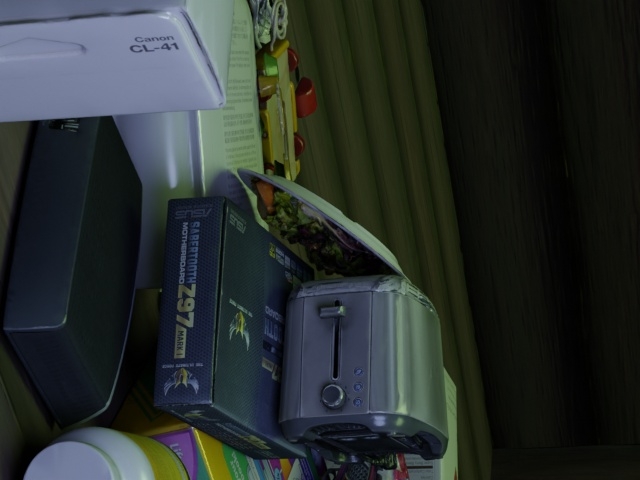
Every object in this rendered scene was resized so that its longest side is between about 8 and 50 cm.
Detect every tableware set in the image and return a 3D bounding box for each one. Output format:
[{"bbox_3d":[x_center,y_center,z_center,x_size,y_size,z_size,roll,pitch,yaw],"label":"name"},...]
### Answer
[{"bbox_3d":[-0.046,-0.107,2.009,0.104,0.024,0.154,-95,178,-54],"label":"tableware set"}]

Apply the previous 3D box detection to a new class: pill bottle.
[{"bbox_3d":[-0.171,0.201,1.581,0.184,0.103,0.103,40,48,-75],"label":"pill bottle"}]

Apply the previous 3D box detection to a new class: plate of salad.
[{"bbox_3d":[0.000,0.000,1.823,0.048,0.200,0.200,-55,160,-8],"label":"plate of salad"}]

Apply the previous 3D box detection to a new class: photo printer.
[{"bbox_3d":[-0.128,-0.118,1.885,0.256,0.107,0.308,-26,112,-77],"label":"photo printer"}]

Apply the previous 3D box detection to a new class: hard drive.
[{"bbox_3d":[-0.197,0.008,1.633,0.172,0.054,0.255,72,18,-52],"label":"hard drive"}]

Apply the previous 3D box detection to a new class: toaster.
[{"bbox_3d":[0.044,0.118,1.782,0.227,0.129,0.146,36,51,-66],"label":"toaster"}]

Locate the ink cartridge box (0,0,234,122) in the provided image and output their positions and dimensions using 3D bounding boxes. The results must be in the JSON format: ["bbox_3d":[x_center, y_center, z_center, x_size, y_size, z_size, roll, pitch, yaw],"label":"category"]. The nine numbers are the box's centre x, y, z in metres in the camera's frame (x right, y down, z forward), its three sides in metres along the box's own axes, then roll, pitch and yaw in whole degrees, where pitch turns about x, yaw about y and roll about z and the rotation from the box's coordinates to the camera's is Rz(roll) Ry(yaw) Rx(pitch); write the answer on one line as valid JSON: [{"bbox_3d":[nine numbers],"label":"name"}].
[{"bbox_3d":[-0.173,-0.244,1.393,0.131,0.226,0.306,63,27,-61],"label":"ink cartridge box"}]

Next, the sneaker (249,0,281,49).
[{"bbox_3d":[-0.065,-0.272,2.434,0.032,0.037,0.083,-75,161,-63],"label":"sneaker"}]

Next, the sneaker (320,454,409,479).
[{"bbox_3d":[0.038,0.261,1.947,0.299,0.112,0.121,-99,176,-66],"label":"sneaker"}]

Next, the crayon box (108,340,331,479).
[{"bbox_3d":[-0.075,0.274,1.921,0.313,0.106,0.363,-64,138,-66],"label":"crayon box"}]

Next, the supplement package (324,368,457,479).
[{"bbox_3d":[0.093,0.326,2.704,0.177,0.175,0.293,55,34,-71],"label":"supplement package"}]

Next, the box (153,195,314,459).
[{"bbox_3d":[-0.070,0.082,1.745,0.232,0.059,0.183,41,49,-63],"label":"box"}]

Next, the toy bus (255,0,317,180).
[{"bbox_3d":[-0.083,-0.136,2.120,0.191,0.104,0.202,53,43,-65],"label":"toy bus"}]
